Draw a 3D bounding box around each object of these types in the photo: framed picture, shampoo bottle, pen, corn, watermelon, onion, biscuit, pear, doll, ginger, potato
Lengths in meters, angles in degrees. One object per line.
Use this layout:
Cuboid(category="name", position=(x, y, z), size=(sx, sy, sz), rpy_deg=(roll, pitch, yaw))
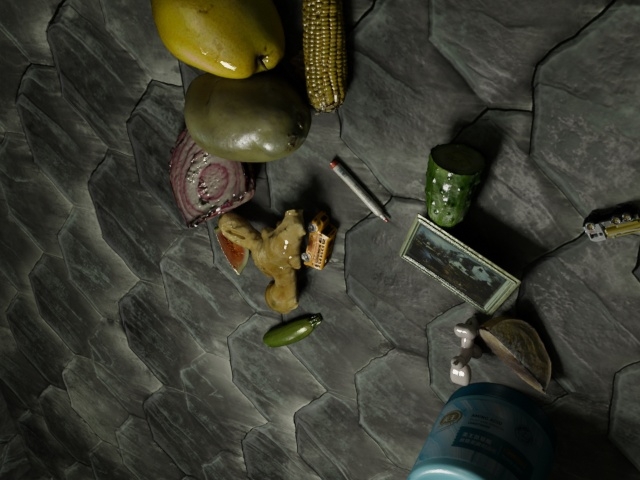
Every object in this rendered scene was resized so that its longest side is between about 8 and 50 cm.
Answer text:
Cuboid(category="framed picture", position=(0.337, 0.070, 1.740), size=(0.296, 0.019, 0.232), rpy_deg=(34, 155, 11))
Cuboid(category="shampoo bottle", position=(0.432, 0.619, 1.862), size=(0.331, 0.342, 0.331), rpy_deg=(16, 126, 24))
Cuboid(category="pen", position=(0.104, -0.129, 1.826), size=(0.218, 0.026, 0.026), rpy_deg=(47, 132, -1))
Cuboid(category="corn", position=(0.011, -0.451, 1.636), size=(0.115, 0.115, 0.318), rpy_deg=(13, 124, 26))
Cuboid(category="watermelon", position=(-0.260, 0.013, 2.122), size=(0.068, 0.087, 0.163), rpy_deg=(-24, 107, 8))
Cuboid(category="onion", position=(-0.291, -0.206, 1.971), size=(0.314, 0.146, 0.280), rpy_deg=(-25, 78, 40))
Cuboid(category="biscuit", position=(-0.034, -0.435, 1.733), size=(0.082, 0.016, 0.092), rpy_deg=(-5, 115, 29))
Cuboid(category="pear", position=(-0.236, -0.535, 1.631), size=(0.336, 0.285, 0.285), rpy_deg=(20, 127, 13))
Cuboid(category="doll", position=(0.383, 0.281, 1.825), size=(0.059, 0.161, 0.160), rpy_deg=(13, 142, 30))
Cuboid(category="ginger", position=(-0.123, 0.065, 1.979), size=(0.348, 0.122, 0.363), rpy_deg=(-3, 113, 56))
Cuboid(category="potato", position=(-0.179, -0.318, 1.749), size=(0.326, 0.243, 0.221), rpy_deg=(6, 131, 16))
Cuboid(category="potato", position=(0.505, 0.264, 1.786), size=(0.261, 0.100, 0.120), rpy_deg=(46, 172, -18))

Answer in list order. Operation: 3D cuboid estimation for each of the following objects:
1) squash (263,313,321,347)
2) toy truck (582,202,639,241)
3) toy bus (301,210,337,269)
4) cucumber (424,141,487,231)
Cuboid(category="squash", position=(-0.095, 0.292, 2.183), size=(0.252, 0.066, 0.066), rpy_deg=(-26, 101, 41))
Cuboid(category="toy truck", position=(0.644, -0.036, 1.517), size=(0.123, 0.052, 0.063), rpy_deg=(-17, 113, 37))
Cuboid(category="toy bus", position=(0.000, 0.000, 1.942), size=(0.074, 0.069, 0.162), rpy_deg=(25, 130, 17))
Cuboid(category="cucumber", position=(0.306, -0.103, 1.652), size=(0.134, 0.134, 0.245), rpy_deg=(24, 132, 18))
